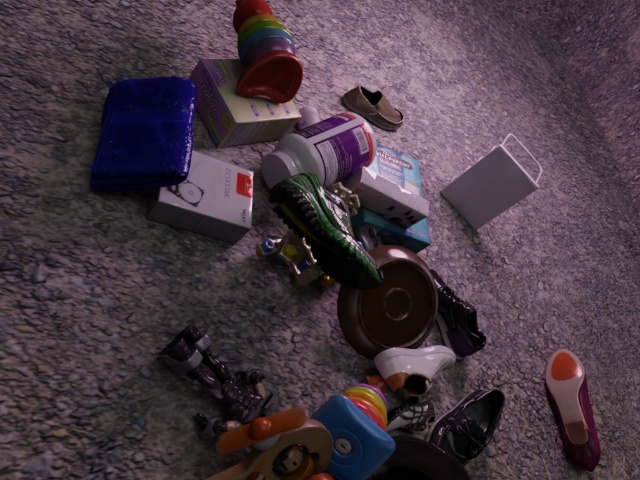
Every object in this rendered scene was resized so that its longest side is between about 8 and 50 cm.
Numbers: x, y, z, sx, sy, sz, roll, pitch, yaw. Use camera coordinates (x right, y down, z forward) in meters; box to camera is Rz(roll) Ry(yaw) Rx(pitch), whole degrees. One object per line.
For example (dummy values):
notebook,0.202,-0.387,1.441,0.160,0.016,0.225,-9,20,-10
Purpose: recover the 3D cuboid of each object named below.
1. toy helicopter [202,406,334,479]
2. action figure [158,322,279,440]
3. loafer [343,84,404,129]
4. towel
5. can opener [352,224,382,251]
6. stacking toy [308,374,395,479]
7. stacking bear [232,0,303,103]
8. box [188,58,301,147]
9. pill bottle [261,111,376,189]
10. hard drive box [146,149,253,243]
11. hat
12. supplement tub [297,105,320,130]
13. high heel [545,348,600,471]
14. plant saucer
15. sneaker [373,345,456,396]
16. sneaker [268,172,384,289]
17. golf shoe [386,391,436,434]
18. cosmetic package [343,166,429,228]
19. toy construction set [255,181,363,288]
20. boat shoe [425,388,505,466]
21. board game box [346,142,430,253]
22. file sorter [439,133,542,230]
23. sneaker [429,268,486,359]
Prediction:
toy helicopter,-0.136,0.434,1.081,0.355,0.234,0.140,-14,30,-25
action figure,-0.201,0.303,1.190,0.285,0.099,0.185,50,37,-5
loafer,0.201,-0.466,2.012,0.251,0.087,0.094,16,53,-29
towel,-0.408,-0.257,1.330,0.228,0.076,0.308,-7,58,4
can opener,0.140,0.091,1.601,0.095,0.076,0.283,13,56,-42
stacking toy,0.096,0.393,1.333,0.175,0.165,0.302,41,25,6
stacking bear,-0.161,-0.544,1.577,0.176,0.164,0.288,2,56,-37
box,-0.216,-0.390,1.617,0.243,0.117,0.213,-18,74,-44
pill bottle,-0.004,-0.235,1.618,0.323,0.181,0.181,-30,82,-36
hard drive box,-0.288,-0.114,1.398,0.232,0.089,0.180,17,54,-29
hat,0.171,0.587,1.223,0.331,0.332,0.133,-46,132,-46
supplement tub,-0.032,-0.350,1.767,0.071,0.071,0.107,7,57,-35
high heel,0.806,0.535,1.840,0.181,0.127,0.377,59,32,-33
plant saucer,0.191,0.167,1.505,0.311,0.050,0.310,0,90,-25
sneaker,0.261,0.347,1.491,0.290,0.106,0.123,6,48,-40
sneaker,0.040,-0.029,1.378,0.146,0.134,0.343,-38,89,-35
golf shoe,0.222,0.448,1.432,0.198,0.077,0.093,-16,79,-38
cosmetic package,0.188,-0.118,1.651,0.239,0.099,0.060,24,55,-22
toy construction set,0.000,0.000,1.518,0.215,0.151,0.327,46,55,-3
boat shoe,0.390,0.496,1.504,0.340,0.113,0.127,-24,79,-44
board game box,0.206,-0.144,1.810,0.254,0.079,0.335,18,52,-27
file sorter,0.607,-0.210,2.032,0.193,0.278,0.173,48,40,-2
sneaker,0.401,0.199,1.702,0.107,0.124,0.283,-9,68,-42
